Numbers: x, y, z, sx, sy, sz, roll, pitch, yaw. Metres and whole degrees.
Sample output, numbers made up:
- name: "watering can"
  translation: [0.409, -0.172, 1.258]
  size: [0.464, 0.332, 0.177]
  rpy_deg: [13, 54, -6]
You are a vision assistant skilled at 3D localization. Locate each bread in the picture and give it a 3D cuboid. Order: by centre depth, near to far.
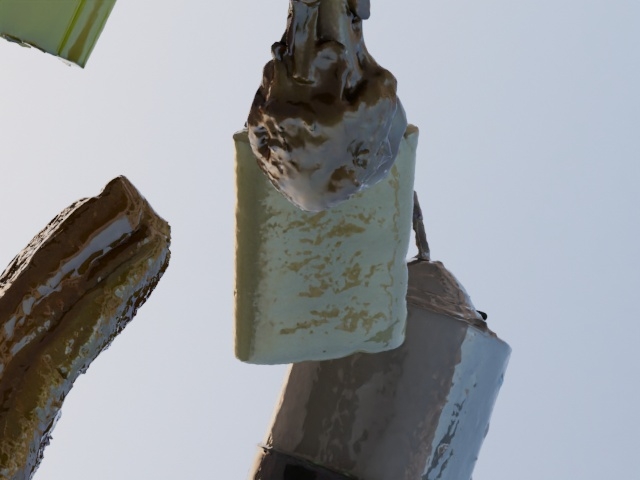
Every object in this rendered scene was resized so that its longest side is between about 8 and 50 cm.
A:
- name: "bread"
  translation: [-0.178, 0.080, 0.945]
  size: [0.139, 0.077, 0.271]
  rpy_deg: [-34, -161, 39]
- name: "bread"
  translation: [-0.001, 0.000, 1.234]
  size: [0.139, 0.178, 0.060]
  rpy_deg: [-3, -155, -16]

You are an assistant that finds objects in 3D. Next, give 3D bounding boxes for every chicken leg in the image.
- name: "chicken leg"
  translation: [0.000, -0.128, 0.567]
  size: [0.107, 0.252, 0.087]
  rpy_deg: [-24, -148, -34]

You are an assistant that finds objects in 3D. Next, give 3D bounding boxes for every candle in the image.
- name: "candle"
  translation: [0.060, 0.108, 1.430]
  size: [0.187, 0.187, 0.330]
  rpy_deg: [10, -101, 45]

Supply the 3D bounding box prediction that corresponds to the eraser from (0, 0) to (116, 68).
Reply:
- name: "eraser"
  translation: [-0.166, -0.228, 1.059]
  size: [0.069, 0.158, 0.226]
  rpy_deg: [27, -86, 35]
